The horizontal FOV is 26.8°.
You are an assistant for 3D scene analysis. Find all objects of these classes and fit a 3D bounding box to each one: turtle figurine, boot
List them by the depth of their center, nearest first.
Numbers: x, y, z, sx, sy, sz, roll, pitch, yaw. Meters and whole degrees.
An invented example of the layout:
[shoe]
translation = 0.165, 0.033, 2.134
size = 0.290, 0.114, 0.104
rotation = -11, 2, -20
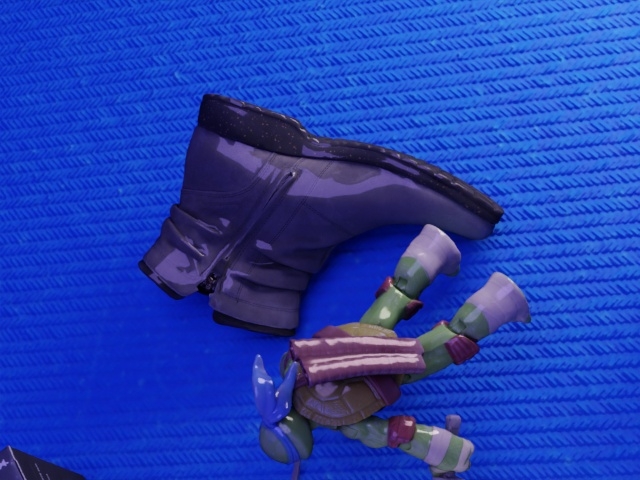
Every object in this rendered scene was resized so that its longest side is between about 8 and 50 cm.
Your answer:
[turtle figurine]
translation = 0.066, 0.138, 1.262
size = 0.266, 0.275, 0.198
rotation = -44, 24, -14
[boot]
translation = 0.000, 0.000, 1.378
size = 0.338, 0.118, 0.223
rotation = 19, 95, 10

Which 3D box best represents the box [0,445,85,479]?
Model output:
[box]
translation = -0.271, 0.302, 1.314
size = 0.093, 0.158, 0.156
rotation = -35, 63, 3
